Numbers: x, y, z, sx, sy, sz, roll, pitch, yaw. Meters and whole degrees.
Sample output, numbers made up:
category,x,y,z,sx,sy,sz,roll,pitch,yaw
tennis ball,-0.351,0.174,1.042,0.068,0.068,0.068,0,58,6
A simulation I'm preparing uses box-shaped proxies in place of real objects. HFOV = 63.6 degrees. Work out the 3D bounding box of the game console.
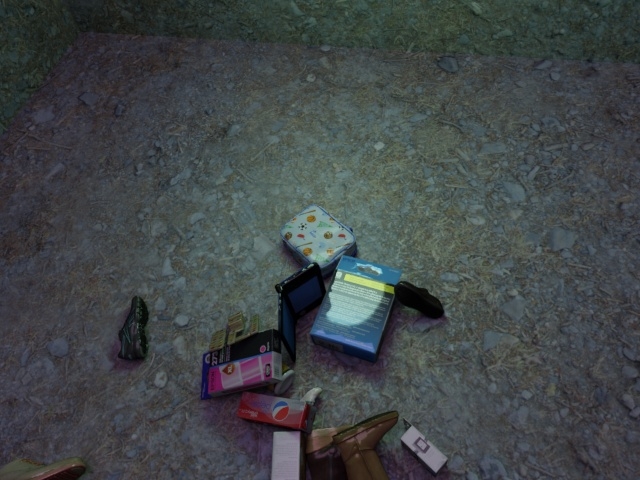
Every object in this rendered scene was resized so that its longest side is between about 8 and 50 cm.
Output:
category,x,y,z,sx,sy,sz,roll,pitch,yaw
game console,-0.057,0.259,1.844,0.250,0.293,0.173,-32,60,-12

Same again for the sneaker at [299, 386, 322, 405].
category,x,y,z,sx,sy,sz,roll,pitch,yaw
sneaker,-0.046,0.578,1.782,0.161,0.057,0.075,-37,61,-9

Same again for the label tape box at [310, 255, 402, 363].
category,x,y,z,sx,sy,sz,roll,pitch,yaw
label tape box,0.140,0.248,1.926,0.249,0.115,0.348,14,59,16

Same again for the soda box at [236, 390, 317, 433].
category,x,y,z,sx,sy,sz,roll,pitch,yaw
soda box,-0.149,0.576,1.735,0.263,0.083,0.092,-2,60,30

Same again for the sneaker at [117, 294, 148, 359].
category,x,y,z,sx,sy,sz,roll,pitch,yaw
sneaker,-0.740,0.339,2.025,0.106,0.101,0.268,-13,56,4

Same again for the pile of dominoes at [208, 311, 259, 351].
category,x,y,z,sx,sy,sz,roll,pitch,yaw
pile of dominoes,-0.322,0.324,1.896,0.195,0.251,0.040,-24,99,-3

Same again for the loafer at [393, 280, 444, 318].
category,x,y,z,sx,sy,sz,roll,pitch,yaw
loafer,0.357,0.208,1.898,0.220,0.080,0.078,34,34,-19

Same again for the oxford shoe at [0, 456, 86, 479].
category,x,y,z,sx,sy,sz,roll,pitch,yaw
oxford shoe,-0.998,0.798,1.757,0.396,0.141,0.147,-18,49,-5

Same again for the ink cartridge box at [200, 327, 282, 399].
category,x,y,z,sx,sy,sz,roll,pitch,yaw
ink cartridge box,-0.298,0.439,1.821,0.370,0.069,0.176,-21,56,28

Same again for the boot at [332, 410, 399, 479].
category,x,y,z,sx,sy,sz,roll,pitch,yaw
boot,0.184,0.696,1.607,0.236,0.089,0.270,-23,79,-2

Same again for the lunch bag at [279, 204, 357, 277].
category,x,y,z,sx,sy,sz,roll,pitch,yaw
lunch bag,0.000,0.000,2.109,0.243,0.115,0.303,-38,59,-17

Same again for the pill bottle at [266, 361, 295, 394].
category,x,y,z,sx,sy,sz,roll,pitch,yaw
pill bottle,-0.188,0.460,1.851,0.184,0.103,0.103,32,68,26

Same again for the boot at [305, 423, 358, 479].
category,x,y,z,sx,sy,sz,roll,pitch,yaw
boot,0.078,0.710,1.678,0.248,0.090,0.207,-7,71,0

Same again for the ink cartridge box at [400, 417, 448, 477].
category,x,y,z,sx,sy,sz,roll,pitch,yaw
ink cartridge box,0.313,0.656,1.640,0.060,0.104,0.180,-43,60,-16

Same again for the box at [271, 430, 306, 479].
category,x,y,z,sx,sy,sz,roll,pitch,yaw
box,-0.099,0.715,1.657,0.090,0.130,0.171,-4,58,6
